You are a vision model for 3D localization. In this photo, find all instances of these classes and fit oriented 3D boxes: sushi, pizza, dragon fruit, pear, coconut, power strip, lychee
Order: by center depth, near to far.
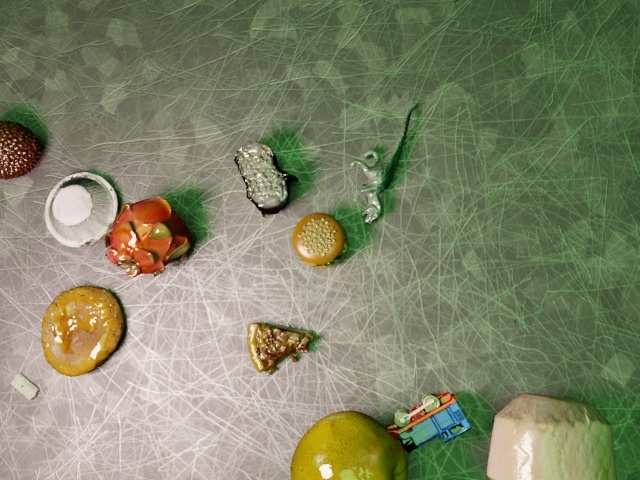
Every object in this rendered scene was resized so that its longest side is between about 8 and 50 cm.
[{"bbox_3d":[0.560,0.539,1.514,0.329,0.329,0.328,-1,81,7],"label":"coconut"},{"bbox_3d":[0.069,0.576,1.572,0.295,0.294,0.293,-1,81,7],"label":"pear"},{"bbox_3d":[-0.106,0.287,1.738,0.194,0.069,0.153,-13,78,6],"label":"pizza"},{"bbox_3d":[-0.483,-0.005,1.766,0.224,0.224,0.227,34,81,11],"label":"dragon fruit"},{"bbox_3d":[-0.152,-0.185,1.801,0.147,0.115,0.212,-28,80,5],"label":"sushi"},{"bbox_3d":[-0.863,0.427,1.836,0.090,0.016,0.040,35,86,10],"label":"power strip"},{"bbox_3d":[-0.935,-0.270,1.885,0.188,0.188,0.187,-1,81,7],"label":"lychee"}]

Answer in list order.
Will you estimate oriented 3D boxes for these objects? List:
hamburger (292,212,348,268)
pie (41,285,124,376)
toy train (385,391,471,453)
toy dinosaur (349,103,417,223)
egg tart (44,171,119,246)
[{"bbox_3d":[0.000,0.000,1.750,0.162,0.115,0.161,-1,79,6],"label":"hamburger"},{"bbox_3d":[-0.696,0.260,1.819,0.274,0.069,0.273,-2,76,9],"label":"pie"},{"bbox_3d":[0.280,0.483,1.653,0.204,0.083,0.131,-30,80,2],"label":"toy train"},{"bbox_3d":[0.161,-0.240,1.794,0.130,0.076,0.382,18,87,3],"label":"toy dinosaur"},{"bbox_3d":[-0.718,-0.095,1.868,0.234,0.094,0.233,-2,78,8],"label":"egg tart"}]
